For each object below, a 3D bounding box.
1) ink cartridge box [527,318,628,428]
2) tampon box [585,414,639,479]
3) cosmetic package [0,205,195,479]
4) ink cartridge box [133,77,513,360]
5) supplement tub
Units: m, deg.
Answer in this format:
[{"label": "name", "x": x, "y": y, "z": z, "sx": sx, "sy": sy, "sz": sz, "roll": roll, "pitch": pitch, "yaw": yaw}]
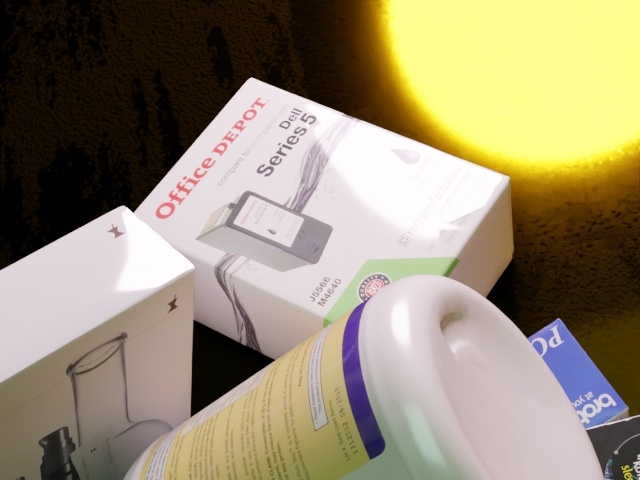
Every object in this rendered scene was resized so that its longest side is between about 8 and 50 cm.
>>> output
[{"label": "ink cartridge box", "x": 0.136, "y": 0.161, "z": 1.055, "sx": 0.207, "sy": 0.046, "sz": 0.097, "roll": -32, "pitch": 60, "yaw": -3}, {"label": "tampon box", "x": 0.276, "y": 0.193, "z": 0.966, "sx": 0.161, "sy": 0.101, "sz": 0.120, "roll": -16, "pitch": 60, "yaw": 6}, {"label": "cosmetic package", "x": -0.262, "y": 0.177, "z": 0.944, "sx": 0.377, "sy": 0.284, "sz": 0.097, "roll": -32, "pitch": 54, "yaw": -32}, {"label": "ink cartridge box", "x": 0.000, "y": 0.000, "z": 1.126, "sx": 0.273, "sy": 0.115, "sz": 0.198, "roll": 24, "pitch": 60, "yaw": 25}, {"label": "supplement tub", "x": 0.007, "y": 0.201, "z": 0.910, "sx": 0.331, "sy": 0.241, "sz": 0.241, "roll": -35, "pitch": 55, "yaw": 24}]
